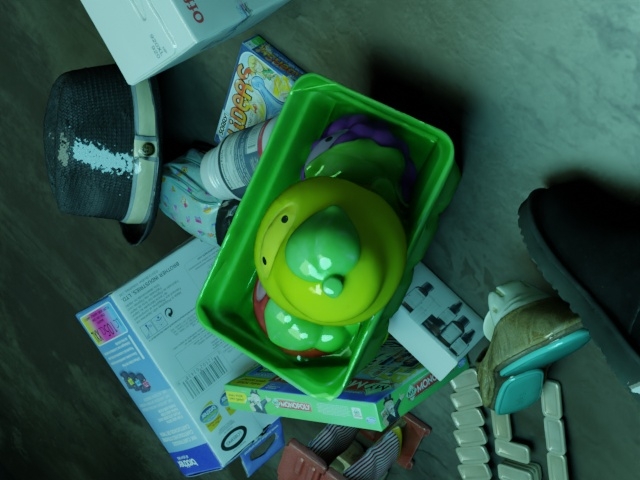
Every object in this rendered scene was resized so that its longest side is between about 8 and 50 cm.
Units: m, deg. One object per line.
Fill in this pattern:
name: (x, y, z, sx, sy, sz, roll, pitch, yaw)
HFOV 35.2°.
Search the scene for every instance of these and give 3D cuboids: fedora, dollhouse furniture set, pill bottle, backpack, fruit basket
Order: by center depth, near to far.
fruit basket: (0.000, 0.000, 1.230, 0.283, 0.392, 0.392, 29, 135, 26)
pill bottle: (-0.089, -0.113, 1.449, 0.180, 0.108, 0.108, -12, 109, 48)
fedora: (-0.355, -0.155, 1.605, 0.334, 0.152, 0.334, 178, 90, -67)
backpack: (-0.181, -0.071, 1.621, 0.182, 0.115, 0.152, 36, 140, 25)
dollhouse furniture set: (0.028, 0.430, 1.716, 0.152, 0.201, 0.374, 36, 137, 20)

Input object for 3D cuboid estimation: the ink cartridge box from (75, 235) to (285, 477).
ink cartridge box: (-0.178, 0.205, 1.697, 0.395, 0.270, 0.151, 57, 142, -4)

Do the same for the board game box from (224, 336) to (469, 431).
board game box: (0.035, 0.207, 1.532, 0.317, 0.213, 0.046, -1, 107, 44)

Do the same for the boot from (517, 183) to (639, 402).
boot: (0.386, -0.007, 1.091, 0.260, 0.131, 0.348, -51, 42, 25)

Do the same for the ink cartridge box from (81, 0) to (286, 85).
ink cartridge box: (-0.170, -0.340, 1.319, 0.168, 0.232, 0.171, -20, 102, 49)

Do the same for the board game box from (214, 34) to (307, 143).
board game box: (-0.080, -0.186, 1.499, 0.136, 0.035, 0.201, 40, 139, 15)

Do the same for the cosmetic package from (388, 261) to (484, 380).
cosmetic package: (0.123, 0.080, 1.450, 0.239, 0.099, 0.060, 43, 137, 11)

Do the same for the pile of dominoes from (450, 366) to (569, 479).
pile of dominoes: (0.289, 0.299, 1.514, 0.196, 0.040, 0.251, 9, 115, 42)

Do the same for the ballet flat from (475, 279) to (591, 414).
ballet flat: (0.256, 0.124, 1.295, 0.342, 0.116, 0.124, 87, 165, -67)

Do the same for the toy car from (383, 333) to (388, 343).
toy car: (-0.003, 0.082, 1.553, 0.155, 0.149, 0.188, -1, 106, 56)
